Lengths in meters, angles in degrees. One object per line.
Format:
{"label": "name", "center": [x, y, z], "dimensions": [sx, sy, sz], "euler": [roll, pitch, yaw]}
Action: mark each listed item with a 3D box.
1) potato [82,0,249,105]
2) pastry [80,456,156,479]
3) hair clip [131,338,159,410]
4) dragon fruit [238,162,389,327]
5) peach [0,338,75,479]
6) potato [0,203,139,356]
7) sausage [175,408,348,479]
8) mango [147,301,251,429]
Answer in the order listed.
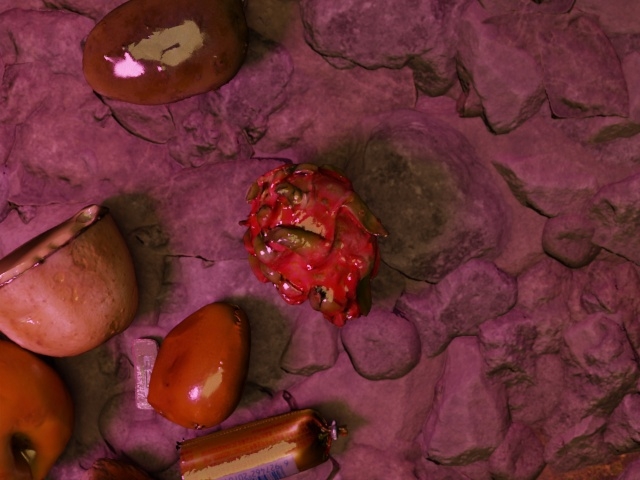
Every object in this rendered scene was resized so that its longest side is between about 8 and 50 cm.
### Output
{"label": "potato", "center": [-0.266, -0.342, 1.594], "dimensions": [0.307, 0.173, 0.210], "euler": [-20, 97, 3]}
{"label": "pastry", "center": [-0.353, 0.493, 1.638], "dimensions": [0.218, 0.229, 0.100], "euler": [45, 121, 7]}
{"label": "hair clip", "center": [-0.325, 0.251, 1.718], "dimensions": [0.054, 0.022, 0.137], "euler": [-4, 95, 1]}
{"label": "dragon fruit", "center": [-0.011, 0.005, 1.598], "dimensions": [0.237, 0.231, 0.303], "euler": [-27, 110, -3]}
{"label": "peach", "center": [-0.604, 0.301, 1.603], "dimensions": [0.307, 0.289, 0.289], "euler": [23, 95, 28]}
{"label": "potato", "center": [-0.441, 0.091, 1.608], "dimensions": [0.242, 0.242, 0.285], "euler": [51, 49, -4]}
{"label": "sausage", "center": [-0.104, 0.383, 1.686], "dimensions": [0.317, 0.117, 0.125], "euler": [-17, 83, -1]}
{"label": "mango", "center": [-0.198, 0.225, 1.657], "dimensions": [0.136, 0.166, 0.236], "euler": [26, 70, -43]}
